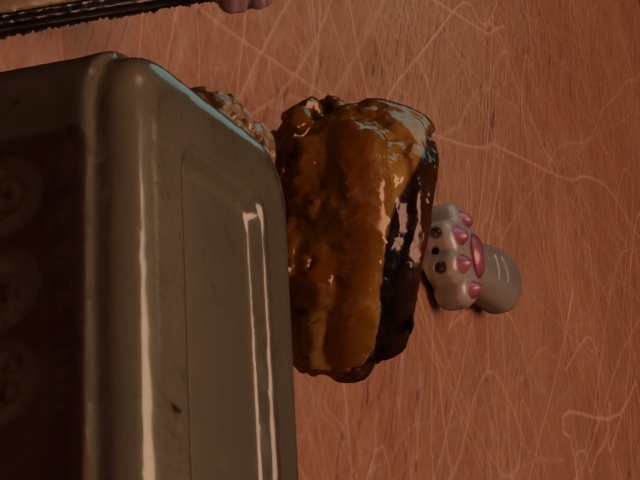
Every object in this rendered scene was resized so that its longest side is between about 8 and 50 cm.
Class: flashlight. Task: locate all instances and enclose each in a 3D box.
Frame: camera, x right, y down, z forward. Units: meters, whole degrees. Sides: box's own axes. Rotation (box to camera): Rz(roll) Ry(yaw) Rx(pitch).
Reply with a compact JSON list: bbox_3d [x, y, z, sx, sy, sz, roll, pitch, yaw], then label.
[{"bbox_3d":[0.140,0.026,1.407,0.200,0.048,0.093,26,56,-64],"label":"flashlight"}]

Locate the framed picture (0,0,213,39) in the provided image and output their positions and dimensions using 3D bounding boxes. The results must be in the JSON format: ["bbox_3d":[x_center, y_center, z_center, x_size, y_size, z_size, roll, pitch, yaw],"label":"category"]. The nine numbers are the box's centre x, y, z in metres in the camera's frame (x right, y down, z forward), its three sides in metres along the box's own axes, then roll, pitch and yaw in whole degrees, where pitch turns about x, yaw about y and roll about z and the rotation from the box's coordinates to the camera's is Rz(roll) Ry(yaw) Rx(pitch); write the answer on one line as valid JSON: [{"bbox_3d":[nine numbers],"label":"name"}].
[{"bbox_3d":[-0.143,-0.179,0.642,0.199,0.010,0.195,-14,92,-26],"label":"framed picture"}]

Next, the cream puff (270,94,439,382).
[{"bbox_3d":[0.000,0.000,0.941,0.189,0.130,0.189,9,90,-85],"label":"cream puff"}]

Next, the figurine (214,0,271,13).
[{"bbox_3d":[-0.100,-0.192,0.789,0.240,0.116,0.174,-21,101,-62],"label":"figurine"}]

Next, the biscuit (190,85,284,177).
[{"bbox_3d":[-0.067,-0.001,0.833,0.070,0.082,0.168,46,39,-51],"label":"biscuit"}]

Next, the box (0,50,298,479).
[{"bbox_3d":[-0.109,0.087,0.539,0.175,0.183,0.311,36,46,-61],"label":"box"}]
